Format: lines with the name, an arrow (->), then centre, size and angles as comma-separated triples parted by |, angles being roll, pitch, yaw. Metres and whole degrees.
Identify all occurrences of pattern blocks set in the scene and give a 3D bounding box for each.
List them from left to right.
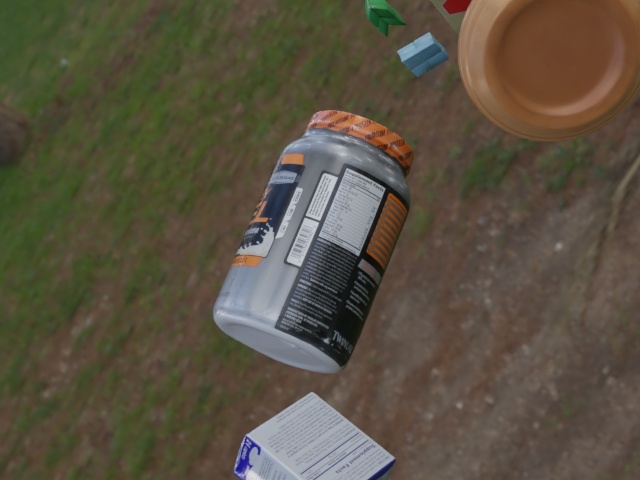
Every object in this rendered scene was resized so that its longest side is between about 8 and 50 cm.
pattern blocks set -> 0.207, -0.300, 1.473 | 0.324, 0.285, 0.026 | -25, 61, 9

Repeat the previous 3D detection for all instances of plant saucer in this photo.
plant saucer -> 0.240, -0.192, 1.365 | 0.200, 0.200, 0.037 | -55, 13, 18

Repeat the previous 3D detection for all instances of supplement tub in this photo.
supplement tub -> 0.000, 0.000, 1.789 | 0.193, 0.193, 0.316 | -17, 48, 65

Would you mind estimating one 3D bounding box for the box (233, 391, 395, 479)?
box -> -0.007, 0.263, 1.574 | 0.126, 0.137, 0.072 | -28, -34, -45
